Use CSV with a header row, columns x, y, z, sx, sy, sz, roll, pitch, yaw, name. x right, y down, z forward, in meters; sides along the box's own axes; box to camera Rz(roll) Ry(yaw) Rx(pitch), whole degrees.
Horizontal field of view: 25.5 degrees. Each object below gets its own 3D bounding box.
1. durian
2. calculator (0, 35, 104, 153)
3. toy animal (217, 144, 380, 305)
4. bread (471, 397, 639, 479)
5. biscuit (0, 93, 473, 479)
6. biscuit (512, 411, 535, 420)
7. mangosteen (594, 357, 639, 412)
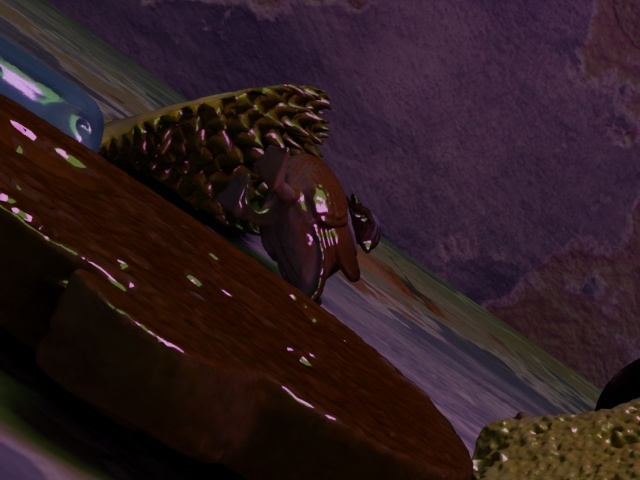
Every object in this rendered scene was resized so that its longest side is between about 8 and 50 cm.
x,y,z,sx,sy,sz,roll,pitch,yaw,name
-0.088,-0.101,1.399,0.169,0.157,0.355,24,4,9,durian
-0.287,-0.155,1.129,0.256,0.054,0.386,33,2,-22,calculator
0.000,0.000,1.272,0.179,0.089,0.188,30,39,-39,toy animal
0.136,0.143,0.697,0.129,0.114,0.111,-83,151,-66,bread
-0.084,0.030,0.656,0.367,0.063,0.314,35,7,-13,biscuit
0.265,0.235,1.275,0.250,0.032,0.133,37,5,19,biscuit
0.384,0.197,1.475,0.210,0.210,0.210,35,5,-3,mangosteen
